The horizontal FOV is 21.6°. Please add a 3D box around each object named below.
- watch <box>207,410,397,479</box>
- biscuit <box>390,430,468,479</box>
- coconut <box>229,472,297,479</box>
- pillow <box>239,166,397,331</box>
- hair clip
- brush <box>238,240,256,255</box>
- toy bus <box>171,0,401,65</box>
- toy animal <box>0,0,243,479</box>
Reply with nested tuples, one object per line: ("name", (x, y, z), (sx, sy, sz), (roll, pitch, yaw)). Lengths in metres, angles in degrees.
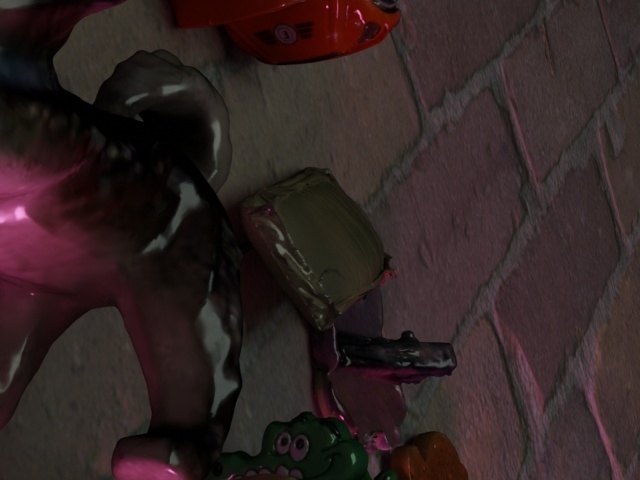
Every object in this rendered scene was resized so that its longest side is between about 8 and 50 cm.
("watch", (0.007, 0.207, 1.185), (0.152, 0.131, 0.165), (30, 50, -71))
("biscuit", (0.091, 0.231, 1.458), (0.133, 0.027, 0.184), (65, 26, -24))
("coconut", (-0.047, 0.241, 0.921), (0.237, 0.197, 0.237), (2, 86, -34))
("pillow", (0.000, 0.000, 1.312), (0.119, 0.053, 0.208), (51, 18, 3))
("hair clip", (0.044, 0.103, 1.401), (0.187, 0.056, 0.146), (3, 72, -53))
("brush", (-0.053, 0.003, 1.283), (0.083, 0.008, 0.024), (-27, 102, -65))
("toy bus", (-0.065, -0.268, 1.242), (0.153, 0.143, 0.329), (-52, 127, -48))
("toy animal", (-0.162, -0.071, 0.881), (0.344, 0.194, 0.302), (62, 34, -36))
